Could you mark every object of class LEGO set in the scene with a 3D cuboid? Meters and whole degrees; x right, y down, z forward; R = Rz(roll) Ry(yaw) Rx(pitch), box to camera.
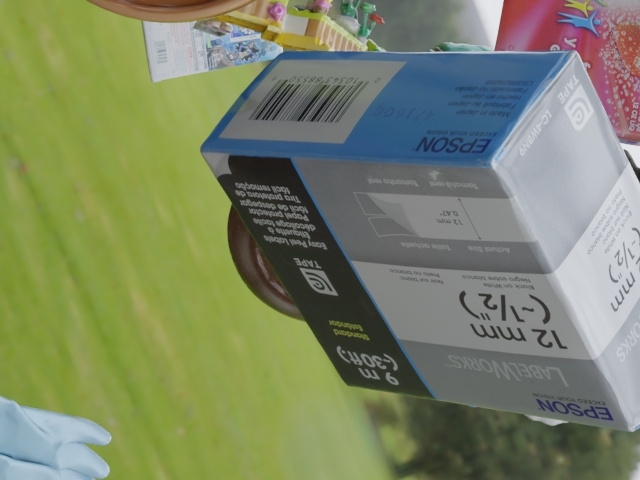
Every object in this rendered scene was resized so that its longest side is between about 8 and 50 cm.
[{"bbox_3d":[-0.029,-0.201,1.389,0.132,0.287,0.107,8,-98,60],"label":"LEGO set"}]

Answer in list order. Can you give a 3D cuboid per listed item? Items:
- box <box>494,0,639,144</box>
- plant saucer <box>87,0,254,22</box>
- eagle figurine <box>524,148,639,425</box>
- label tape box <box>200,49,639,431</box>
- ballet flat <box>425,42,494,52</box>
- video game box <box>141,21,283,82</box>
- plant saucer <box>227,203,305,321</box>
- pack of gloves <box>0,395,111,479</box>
[{"bbox_3d":[0.224,-0.229,1.375,0.154,0.142,0.300,-3,104,-81],"label":"box"},{"bbox_3d":[-0.082,-0.221,1.054,0.037,0.200,0.200,42,27,-77],"label":"plant saucer"},{"bbox_3d":[0.218,0.029,1.775,0.225,0.226,0.298,40,-5,17],"label":"eagle figurine"},{"bbox_3d":[0.109,0.037,1.206,0.115,0.249,0.348,-51,127,-31],"label":"label tape box"},{"bbox_3d":[0.157,-0.099,1.582,0.247,0.087,0.083,-106,-166,-49],"label":"ballet flat"},{"bbox_3d":[-0.150,-0.320,2.404,0.048,0.187,0.205,-107,-170,-48],"label":"video game box"},{"bbox_3d":[0.000,0.000,1.853,0.036,0.198,0.199,-77,146,-70],"label":"plant saucer"},{"bbox_3d":[-0.259,0.170,1.189,0.232,0.195,0.046,32,5,-47],"label":"pack of gloves"}]
